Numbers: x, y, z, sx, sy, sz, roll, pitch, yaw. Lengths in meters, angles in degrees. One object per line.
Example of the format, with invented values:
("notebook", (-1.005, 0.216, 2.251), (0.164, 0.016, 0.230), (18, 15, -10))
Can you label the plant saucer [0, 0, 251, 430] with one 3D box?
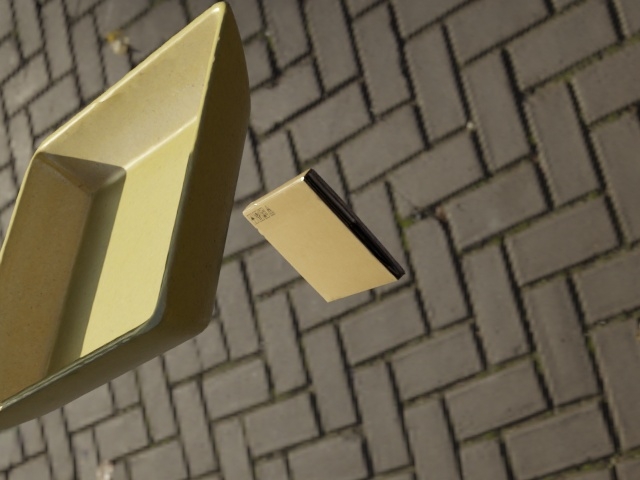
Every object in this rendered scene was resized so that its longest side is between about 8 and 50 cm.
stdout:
("plant saucer", (-0.178, -0.001, 1.074), (0.333, 0.081, 0.333), (-28, 43, 41))

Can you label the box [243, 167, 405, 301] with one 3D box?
("box", (0.000, 0.000, 1.474), (0.164, 0.021, 0.201), (46, 155, -9))
